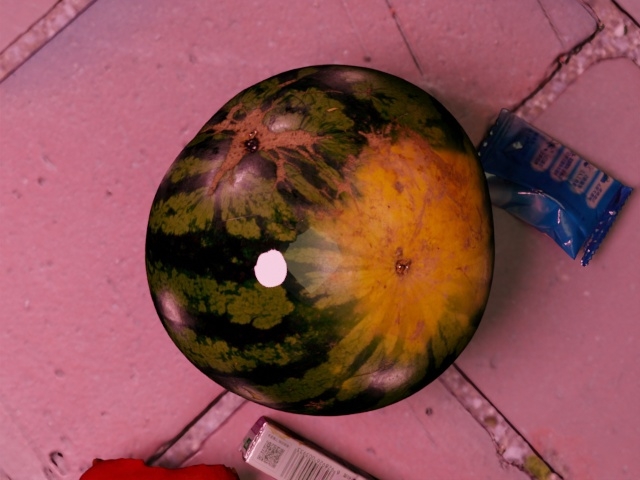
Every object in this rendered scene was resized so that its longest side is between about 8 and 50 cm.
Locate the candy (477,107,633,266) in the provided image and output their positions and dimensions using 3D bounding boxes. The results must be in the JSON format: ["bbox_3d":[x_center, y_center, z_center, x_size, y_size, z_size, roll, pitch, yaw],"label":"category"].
[{"bbox_3d":[0.196,-0.048,1.041,0.136,0.038,0.088,33,77,4],"label":"candy"}]

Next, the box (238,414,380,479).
[{"bbox_3d":[0.030,0.212,0.982,0.207,0.050,0.041,30,84,-6],"label":"box"}]

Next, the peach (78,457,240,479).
[{"bbox_3d":[-0.123,0.234,0.929,0.118,0.151,0.151,8,81,36],"label":"peach"}]

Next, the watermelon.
[{"bbox_3d":[0.004,0.001,0.896,0.269,0.269,0.269,1,85,-10],"label":"watermelon"}]
